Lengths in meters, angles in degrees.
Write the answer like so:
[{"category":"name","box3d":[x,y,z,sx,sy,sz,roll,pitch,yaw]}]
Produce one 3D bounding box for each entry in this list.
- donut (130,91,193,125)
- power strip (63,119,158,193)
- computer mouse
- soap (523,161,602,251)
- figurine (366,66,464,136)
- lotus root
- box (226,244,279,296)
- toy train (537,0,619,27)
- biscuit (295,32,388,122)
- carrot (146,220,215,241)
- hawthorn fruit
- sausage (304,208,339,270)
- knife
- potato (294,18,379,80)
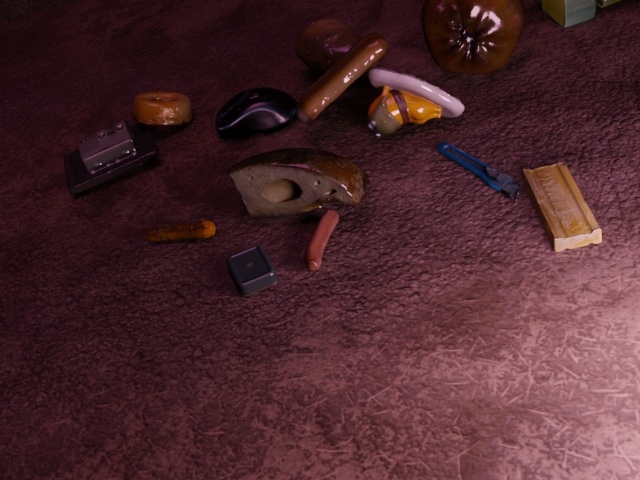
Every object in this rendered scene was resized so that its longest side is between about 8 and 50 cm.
[{"category":"donut","box3d":[-0.447,-0.380,2.332,0.178,0.066,0.162,-15,36,-35]},{"category":"power strip","box3d":[-0.583,-0.249,2.235,0.256,0.092,0.251,-25,39,-8]},{"category":"computer mouse","box3d":[-0.175,-0.348,2.204,0.233,0.096,0.137,-14,37,1]},{"category":"soap","box3d":[0.480,-0.073,1.649,0.092,0.037,0.252,-11,36,5]},{"category":"figurine","box3d":[0.210,-0.308,2.003,0.249,0.166,0.141,21,83,12]},{"category":"lotus root","box3d":[-0.054,-0.146,1.837,0.313,0.142,0.210,-8,24,11]},{"category":"box","box3d":[-0.144,0.061,1.715,0.091,0.031,0.126,-22,35,-8]},{"category":"toy train","box3d":[0.777,-0.747,2.322,0.397,0.160,0.253,-20,43,-5]},{"category":"biscuit","box3d":[0.051,-0.421,2.103,0.290,0.062,0.237,-40,12,14]},{"category":"carrot","box3d":[-0.322,-0.018,1.881,0.170,0.042,0.042,-7,37,16]},{"category":"hawthorn fruit","box3d":[0.402,-0.584,2.159,0.267,0.268,0.301,0,30,21]},{"category":"sausage","box3d":[0.000,0.000,1.733,0.043,0.043,0.186,-1,39,20]},{"category":"knife","box3d":[0.348,-0.159,1.820,0.044,0.026,0.296,-38,41,-9]},{"category":"potato","box3d":[0.048,-0.533,2.327,0.191,0.141,0.296,-20,36,-28]}]
